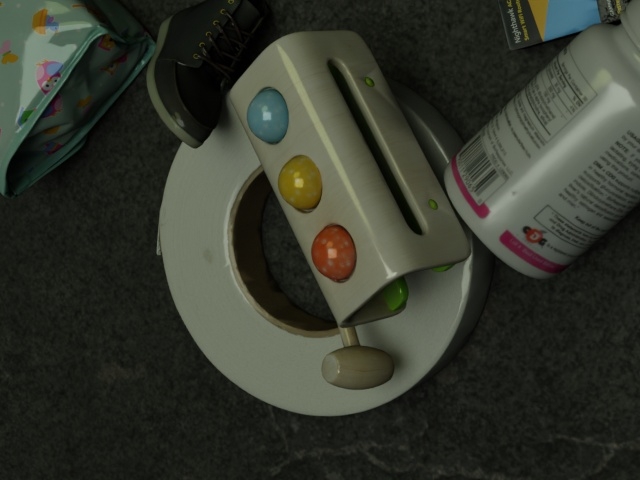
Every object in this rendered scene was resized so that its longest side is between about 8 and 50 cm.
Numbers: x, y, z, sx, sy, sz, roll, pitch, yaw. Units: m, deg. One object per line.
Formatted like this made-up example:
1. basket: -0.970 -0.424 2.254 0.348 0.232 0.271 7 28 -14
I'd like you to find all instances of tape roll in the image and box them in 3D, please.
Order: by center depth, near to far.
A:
1. tape roll: 0.000 0.000 1.669 0.392 0.072 0.392 4 99 28

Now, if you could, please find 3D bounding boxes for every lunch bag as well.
1. lunch bag: -0.361 -0.209 1.781 0.223 0.160 0.262 44 108 15

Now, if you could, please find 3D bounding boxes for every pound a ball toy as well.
1. pound a ball toy: 0.005 -0.022 1.519 0.208 0.136 0.319 -43 65 45

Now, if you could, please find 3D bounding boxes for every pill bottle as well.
1. pill bottle: 0.269 -0.107 1.463 0.283 0.160 0.160 -45 76 25

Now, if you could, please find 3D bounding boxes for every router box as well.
1. router box: 0.237 -0.293 1.520 0.133 0.046 0.179 -14 90 28

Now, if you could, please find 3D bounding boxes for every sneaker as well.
1. sneaker: -0.119 -0.202 1.641 0.118 0.083 0.222 -33 38 24
